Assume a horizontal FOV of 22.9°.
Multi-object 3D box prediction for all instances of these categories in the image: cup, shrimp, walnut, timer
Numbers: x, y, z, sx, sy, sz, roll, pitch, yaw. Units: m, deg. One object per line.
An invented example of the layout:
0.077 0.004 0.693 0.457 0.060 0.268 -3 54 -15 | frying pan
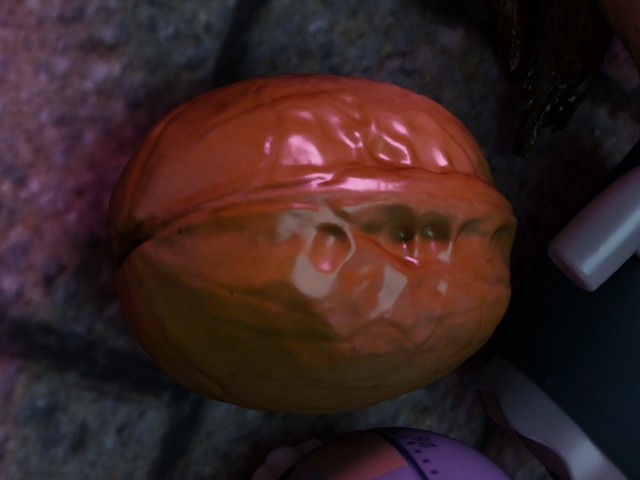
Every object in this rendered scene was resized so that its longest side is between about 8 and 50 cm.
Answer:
0.177 0.058 0.873 0.173 0.167 0.300 -44 147 -2 | cup
0.127 -0.139 0.872 0.101 0.042 0.190 8 95 -16 | shrimp
0.000 0.000 0.735 0.206 0.159 0.159 1 98 -31 | walnut
-0.011 0.166 0.780 0.255 0.175 0.175 8 95 -7 | timer

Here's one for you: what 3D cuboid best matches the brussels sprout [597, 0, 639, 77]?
0.236 -0.133 0.746 0.271 0.210 0.219 8 125 -46 | brussels sprout
